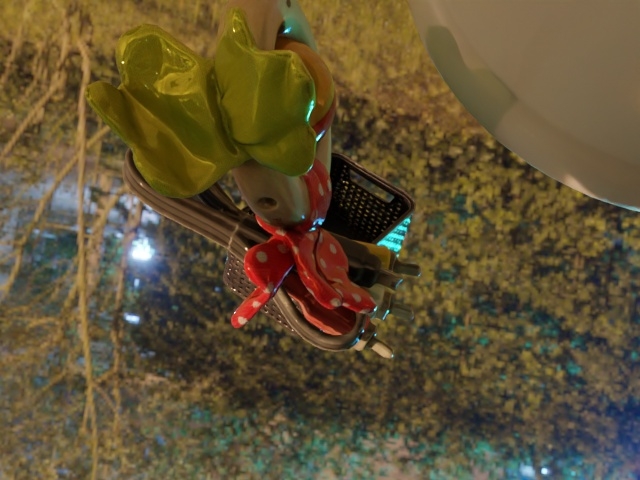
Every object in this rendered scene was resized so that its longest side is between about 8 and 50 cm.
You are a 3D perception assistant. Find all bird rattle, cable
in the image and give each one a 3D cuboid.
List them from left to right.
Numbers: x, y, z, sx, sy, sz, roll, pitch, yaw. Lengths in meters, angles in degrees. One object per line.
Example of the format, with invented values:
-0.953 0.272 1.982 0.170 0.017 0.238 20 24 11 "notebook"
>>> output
-0.052 0.015 0.729 0.287 0.139 0.072 22 138 3 "cable"
-0.021 -0.070 0.577 0.143 0.207 0.253 -8 145 24 "bird rattle"

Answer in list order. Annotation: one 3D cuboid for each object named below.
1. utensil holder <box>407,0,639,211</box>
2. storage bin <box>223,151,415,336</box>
0.235 -0.231 0.370 0.327 0.328 0.385 8 158 -5 "utensil holder"
0.000 0.000 0.869 0.122 0.084 0.180 33 -136 18 "storage bin"
